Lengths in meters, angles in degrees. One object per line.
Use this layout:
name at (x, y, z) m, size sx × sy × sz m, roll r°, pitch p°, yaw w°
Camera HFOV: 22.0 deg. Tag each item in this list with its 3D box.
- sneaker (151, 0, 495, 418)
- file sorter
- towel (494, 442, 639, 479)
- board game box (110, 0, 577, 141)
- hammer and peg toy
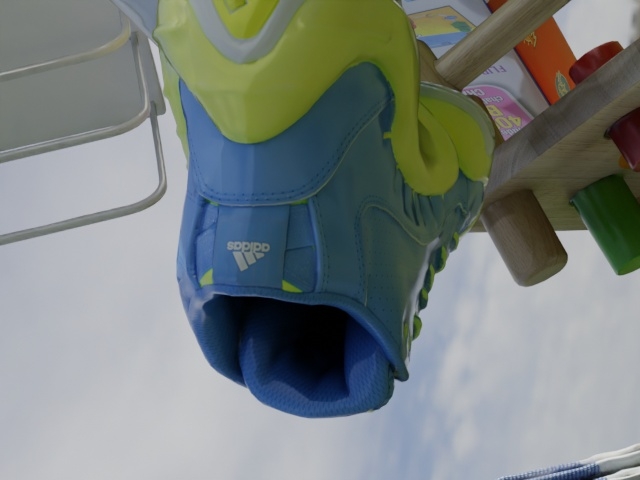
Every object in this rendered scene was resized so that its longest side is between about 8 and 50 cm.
sneaker at (0.000, 0.000, 0.530) m, size 0.240 × 0.091 × 0.126 m, roll 39°, pitch -127°, yaw -67°
file sorter at (-0.232, -0.159, 1.204) m, size 0.173 × 0.193 × 0.277 m, roll -106°, pitch 4°, yaw -57°
towel at (0.207, 0.131, 0.749) m, size 0.209 × 0.285 × 0.034 m, roll 72°, pitch -178°, yaw -53°
board game box at (0.009, -0.153, 1.063) m, size 0.316 × 0.242 × 0.064 m, roll 44°, pitch -132°, yaw -57°
hammer and peg toy at (0.197, -0.082, 0.983) m, size 0.361 × 0.266 × 0.127 m, roll 0°, pitch -122°, yaw -54°
